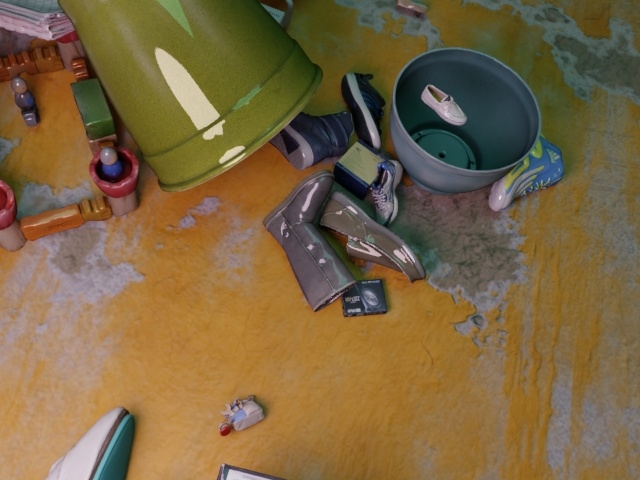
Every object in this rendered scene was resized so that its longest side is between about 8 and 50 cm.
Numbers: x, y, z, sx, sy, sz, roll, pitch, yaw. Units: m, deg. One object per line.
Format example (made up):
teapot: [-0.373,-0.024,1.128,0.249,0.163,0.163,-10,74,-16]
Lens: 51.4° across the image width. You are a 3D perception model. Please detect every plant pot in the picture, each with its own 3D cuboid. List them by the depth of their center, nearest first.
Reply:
plant pot: [-0.241,-0.336,1.149,0.366,0.366,0.353,-49,119,-25]
plant pot: [0.266,-0.212,1.350,0.292,0.196,0.293,4,63,-8]

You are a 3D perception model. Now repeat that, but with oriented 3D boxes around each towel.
towel: [-0.539,-0.482,1.254,0.331,0.054,0.317,18,39,13]

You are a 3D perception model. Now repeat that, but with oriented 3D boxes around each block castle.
block castle: [-0.535,-0.234,1.228,0.302,0.213,0.454,-18,68,-16]

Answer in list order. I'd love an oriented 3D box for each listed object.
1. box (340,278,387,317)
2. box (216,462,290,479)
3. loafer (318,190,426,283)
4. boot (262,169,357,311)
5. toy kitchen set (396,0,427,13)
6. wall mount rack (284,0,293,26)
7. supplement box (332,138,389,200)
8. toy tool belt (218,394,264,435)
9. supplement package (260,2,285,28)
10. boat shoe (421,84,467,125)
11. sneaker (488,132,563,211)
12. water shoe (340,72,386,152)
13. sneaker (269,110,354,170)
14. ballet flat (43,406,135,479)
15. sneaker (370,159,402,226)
box: [0.081,0.109,1.263,0.083,0.018,0.067,-3,64,-10]
box: [-0.083,0.422,0.942,0.165,0.270,0.144,16,63,-1]
loafer: [0.096,0.007,1.287,0.251,0.094,0.087,40,89,21]
boot: [0.002,0.000,1.241,0.076,0.189,0.209,9,42,-55]
toy kitchen set: [0.231,-0.603,1.612,0.075,0.083,0.068,17,21,0]
wall mount rack: [-0.108,-0.668,1.560,0.304,0.130,0.350,45,66,8]
supplement box: [0.082,-0.145,1.367,0.083,0.056,0.083,37,65,9]
toy tool belt: [-0.141,0.294,1.128,0.083,0.052,0.051,-22,38,-21]
supplement package: [-0.159,-0.414,1.434,0.105,0.105,0.179,22,62,5]
boat shoe: [0.232,-0.254,1.235,0.100,0.035,0.035,43,65,13]
sneaker: [0.446,-0.138,1.401,0.126,0.091,0.240,29,63,5]
water shoe: [0.109,-0.283,1.430,0.080,0.073,0.203,-11,67,-16]
sneaker: [-0.032,-0.248,1.389,0.163,0.086,0.226,-24,61,-28]
ballet flat: [-0.382,0.439,0.976,0.139,0.139,0.401,9,67,-4]
sneaker: [0.122,-0.094,1.322,0.058,0.052,0.136,0,98,-47]
